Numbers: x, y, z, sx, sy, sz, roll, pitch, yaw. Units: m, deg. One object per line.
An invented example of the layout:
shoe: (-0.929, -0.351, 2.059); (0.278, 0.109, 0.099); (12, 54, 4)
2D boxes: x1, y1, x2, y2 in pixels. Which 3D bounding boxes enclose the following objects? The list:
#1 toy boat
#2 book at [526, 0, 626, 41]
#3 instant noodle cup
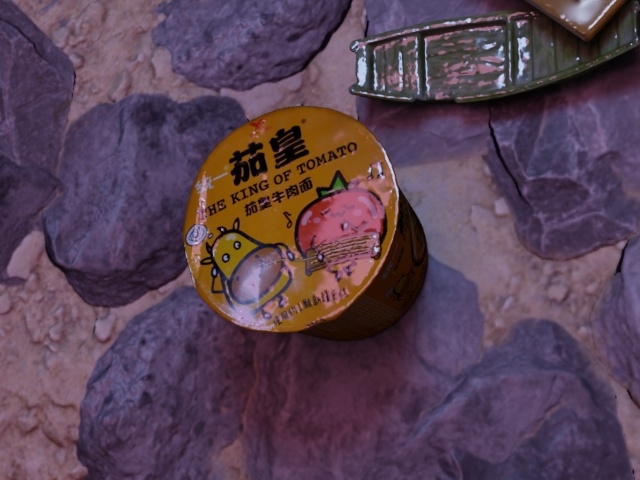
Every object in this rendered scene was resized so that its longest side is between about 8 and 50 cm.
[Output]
toy boat: (0.173, -0.181, 1.257); (0.293, 0.055, 0.093); (-6, 72, 22)
book: (0.296, -0.399, 1.249); (0.389, 0.032, 0.269); (-46, 57, 0)
instant noodle cup: (0.000, 0.000, 1.211); (0.215, 0.172, 0.216); (-7, 72, 21)
